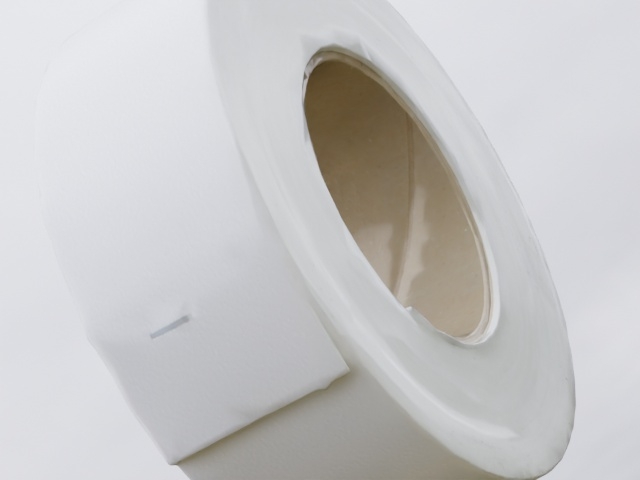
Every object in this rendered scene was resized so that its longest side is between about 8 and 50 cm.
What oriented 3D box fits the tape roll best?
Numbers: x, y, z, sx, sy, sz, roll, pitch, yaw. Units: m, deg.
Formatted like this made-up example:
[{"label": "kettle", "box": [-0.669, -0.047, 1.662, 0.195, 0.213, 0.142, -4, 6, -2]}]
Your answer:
[{"label": "tape roll", "box": [0.000, 0.000, 0.851, 0.100, 0.286, 0.286, -29, -10, 24]}]
